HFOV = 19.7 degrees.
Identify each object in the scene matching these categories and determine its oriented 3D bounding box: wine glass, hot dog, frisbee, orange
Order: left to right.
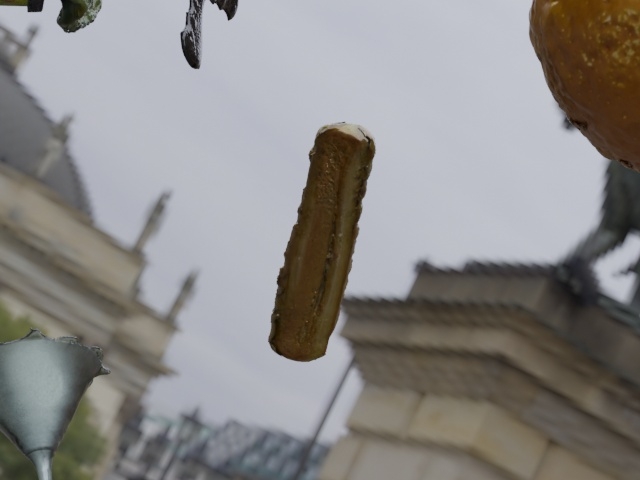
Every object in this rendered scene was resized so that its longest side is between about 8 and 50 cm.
[{"bbox_3d":[-0.268,0.224,1.783,0.156,0.232,0.156,-11,-27,-5],"label":"wine glass"},{"bbox_3d":[-0.130,-0.291,1.968,0.012,0.211,0.187,-5,-61,15],"label":"frisbee"},{"bbox_3d":[0.001,0.000,2.088,0.083,0.289,0.068,12,18,-7],"label":"hot dog"},{"bbox_3d":[0.387,-0.229,1.854,0.340,0.340,0.293,30,-44,-15],"label":"orange"}]

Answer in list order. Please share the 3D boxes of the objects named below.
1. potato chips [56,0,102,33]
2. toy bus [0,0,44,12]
[{"bbox_3d":[-0.137,-0.387,1.816,0.070,0.429,0.358,38,-56,-4],"label":"potato chips"},{"bbox_3d":[-0.373,-0.401,2.049,0.175,0.288,0.138,-4,43,-24],"label":"toy bus"}]
